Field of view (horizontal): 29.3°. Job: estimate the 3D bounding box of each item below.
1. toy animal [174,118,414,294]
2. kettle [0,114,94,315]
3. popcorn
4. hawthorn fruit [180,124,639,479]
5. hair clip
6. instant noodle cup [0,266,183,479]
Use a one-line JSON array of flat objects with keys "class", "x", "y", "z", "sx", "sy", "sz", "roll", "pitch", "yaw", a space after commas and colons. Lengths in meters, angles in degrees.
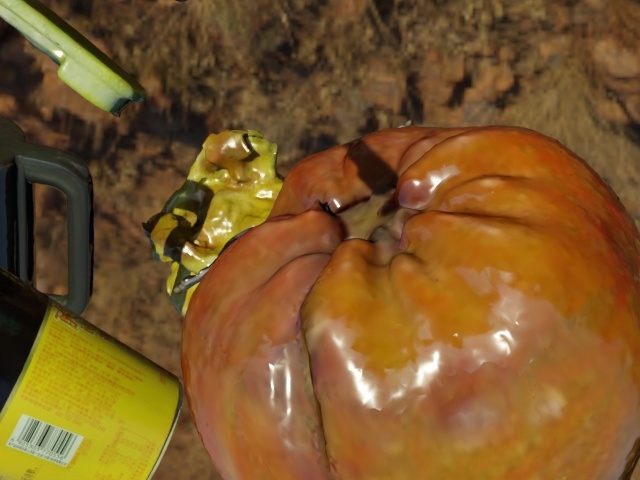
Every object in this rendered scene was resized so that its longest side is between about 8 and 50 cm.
[{"class": "toy animal", "x": 0.007, "y": 0.013, "z": 1.179, "sx": 0.272, "sy": 0.160, "sz": 0.197, "roll": -24, "pitch": 180, "yaw": 13}, {"class": "kettle", "x": -0.439, "y": 0.013, "z": 1.538, "sx": 0.262, "sy": 0.203, "sz": 0.308, "roll": 27, "pitch": 123, "yaw": 25}, {"class": "popcorn", "x": -0.090, "y": 0.006, "z": 1.876, "sx": 0.326, "sy": 0.321, "sz": 0.290, "roll": -29, "pitch": 171, "yaw": -15}, {"class": "hawthorn fruit", "x": 0.076, "y": 0.085, "z": 0.722, "sx": 0.277, "sy": 0.277, "sz": 0.298, "roll": -5, "pitch": 133, "yaw": 25}, {"class": "hair clip", "x": -0.137, "y": -0.095, "z": 0.388, "sx": 0.188, "sy": 0.033, "sz": 0.060, "roll": 28, "pitch": -175, "yaw": -2}, {"class": "instant noodle cup", "x": -0.268, "y": 0.153, "z": 1.177, "sx": 0.236, "sy": 0.215, "sz": 0.215, "roll": 28, "pitch": 152, "yaw": -16}]
